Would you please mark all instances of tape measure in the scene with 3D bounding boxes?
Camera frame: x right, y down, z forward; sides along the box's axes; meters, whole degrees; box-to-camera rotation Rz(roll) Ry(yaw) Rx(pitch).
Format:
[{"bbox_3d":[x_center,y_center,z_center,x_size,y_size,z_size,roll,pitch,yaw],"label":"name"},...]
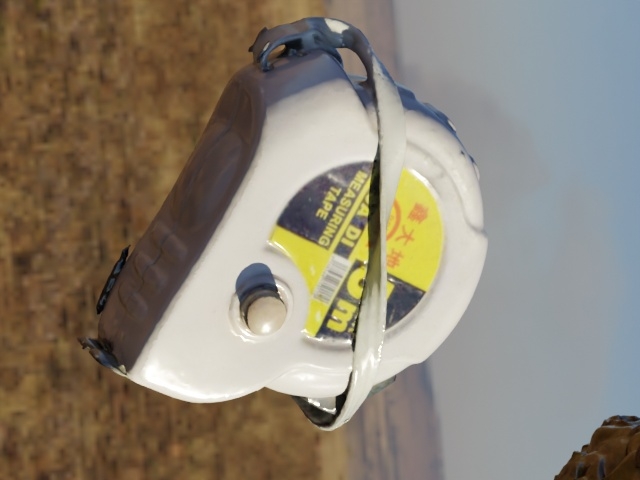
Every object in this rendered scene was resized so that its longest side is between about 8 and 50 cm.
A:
[{"bbox_3d":[0.000,0.000,0.962,0.236,0.197,0.120,-61,-152,4],"label":"tape measure"}]

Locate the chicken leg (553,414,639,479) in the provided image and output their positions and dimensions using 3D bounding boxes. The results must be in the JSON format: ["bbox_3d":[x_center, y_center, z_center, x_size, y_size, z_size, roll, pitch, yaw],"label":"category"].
[{"bbox_3d":[0.287,0.256,1.208,0.409,0.182,0.295,-84,-163,-47],"label":"chicken leg"}]
